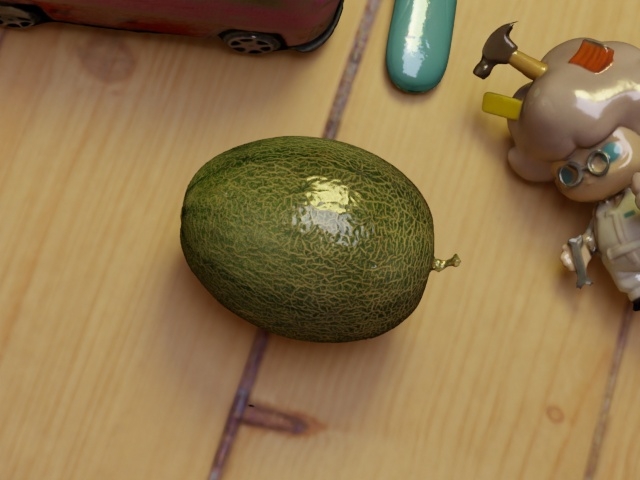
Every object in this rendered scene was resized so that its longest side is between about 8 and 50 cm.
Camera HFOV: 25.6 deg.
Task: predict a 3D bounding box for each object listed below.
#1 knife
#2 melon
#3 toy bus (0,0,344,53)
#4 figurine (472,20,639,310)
[{"bbox_3d":[0.078,-0.218,1.091,0.064,0.031,0.222,7,75,-12],"label":"knife"},{"bbox_3d":[0.000,0.000,0.951,0.192,0.139,0.139,12,71,-3],"label":"melon"},{"bbox_3d":[-0.124,-0.217,0.999,0.303,0.147,0.127,6,78,-7],"label":"toy bus"},{"bbox_3d":[0.208,-0.063,1.022,0.112,0.137,0.229,-15,78,-47],"label":"figurine"}]
